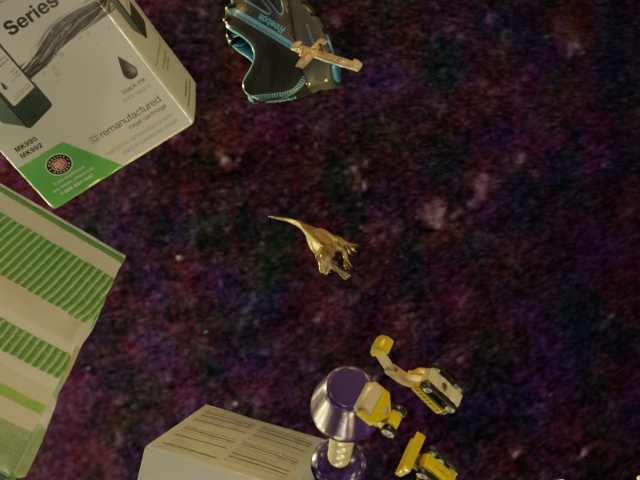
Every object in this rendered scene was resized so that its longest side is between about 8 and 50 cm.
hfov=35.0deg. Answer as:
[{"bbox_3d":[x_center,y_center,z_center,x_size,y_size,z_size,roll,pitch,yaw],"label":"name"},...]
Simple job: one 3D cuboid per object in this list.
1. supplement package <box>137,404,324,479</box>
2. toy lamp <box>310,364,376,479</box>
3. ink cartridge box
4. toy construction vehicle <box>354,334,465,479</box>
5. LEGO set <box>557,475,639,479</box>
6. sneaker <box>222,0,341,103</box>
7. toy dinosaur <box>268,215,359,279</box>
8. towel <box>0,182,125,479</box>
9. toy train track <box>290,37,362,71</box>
[{"bbox_3d":[-0.132,0.374,1.420,0.198,0.262,0.199,15,96,10],"label":"supplement package"},{"bbox_3d":[0.027,0.211,1.126,0.080,0.080,0.275,45,160,22],"label":"toy lamp"},{"bbox_3d":[-0.309,-0.213,1.146,0.211,0.121,0.289,-30,121,13],"label":"ink cartridge box"},{"bbox_3d":[0.064,0.127,0.737,0.098,0.086,0.035,41,143,-18],"label":"toy construction vehicle"},{"bbox_3d":[0.349,0.258,0.967,0.287,0.107,0.132,-31,81,30],"label":"LEGO set"},{"bbox_3d":[-0.084,-0.348,1.438,0.139,0.125,0.341,-20,65,4],"label":"sneaker"},{"bbox_3d":[0.000,0.000,1.356,0.053,0.092,0.183,-50,30,4],"label":"toy dinosaur"},{"bbox_3d":[-0.348,0.064,1.012,0.248,0.325,0.038,33,128,-14],"label":"towel"},{"bbox_3d":[0.005,-0.193,1.048,0.083,0.048,0.014,23,148,26],"label":"toy train track"}]
